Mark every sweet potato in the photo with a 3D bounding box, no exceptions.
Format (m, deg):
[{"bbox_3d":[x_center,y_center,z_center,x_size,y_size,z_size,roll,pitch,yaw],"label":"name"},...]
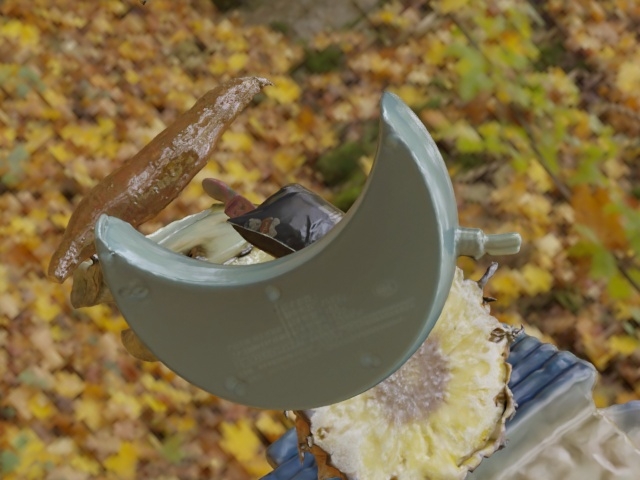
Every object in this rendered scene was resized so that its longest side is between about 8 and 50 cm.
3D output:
[{"bbox_3d":[-0.173,-0.068,1.554,0.066,0.314,0.072,44,-10,36],"label":"sweet potato"}]

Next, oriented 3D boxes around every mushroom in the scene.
[{"bbox_3d":[-0.162,0.070,1.958,0.217,0.212,0.292,12,16,41],"label":"mushroom"}]

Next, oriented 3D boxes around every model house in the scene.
[{"bbox_3d":[0.165,0.303,1.468,0.400,0.395,0.445,44,-17,23],"label":"model house"}]

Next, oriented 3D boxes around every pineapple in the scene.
[{"bbox_3d":[0.065,0.102,1.129,0.221,0.221,0.047,47,-18,-14],"label":"pineapple"}]

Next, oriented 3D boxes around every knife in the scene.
[{"bbox_3d":[-0.124,-0.052,2.000,0.018,0.035,0.247,31,2,-26],"label":"knife"}]

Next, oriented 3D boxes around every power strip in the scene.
[{"bbox_3d":[-0.004,0.016,0.887,0.167,0.253,0.054,66,20,-11],"label":"power strip"}]

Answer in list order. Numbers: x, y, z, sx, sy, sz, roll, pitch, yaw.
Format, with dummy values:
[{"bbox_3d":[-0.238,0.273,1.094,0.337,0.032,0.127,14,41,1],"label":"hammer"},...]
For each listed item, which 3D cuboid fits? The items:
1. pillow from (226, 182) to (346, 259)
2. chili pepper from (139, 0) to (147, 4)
[{"bbox_3d":[0.000,0.000,1.299,0.150,0.090,0.048,33,-33,21],"label":"pillow"},{"bbox_3d":[-0.111,-0.360,1.488,0.099,0.270,0.136,46,-1,2],"label":"chili pepper"}]
